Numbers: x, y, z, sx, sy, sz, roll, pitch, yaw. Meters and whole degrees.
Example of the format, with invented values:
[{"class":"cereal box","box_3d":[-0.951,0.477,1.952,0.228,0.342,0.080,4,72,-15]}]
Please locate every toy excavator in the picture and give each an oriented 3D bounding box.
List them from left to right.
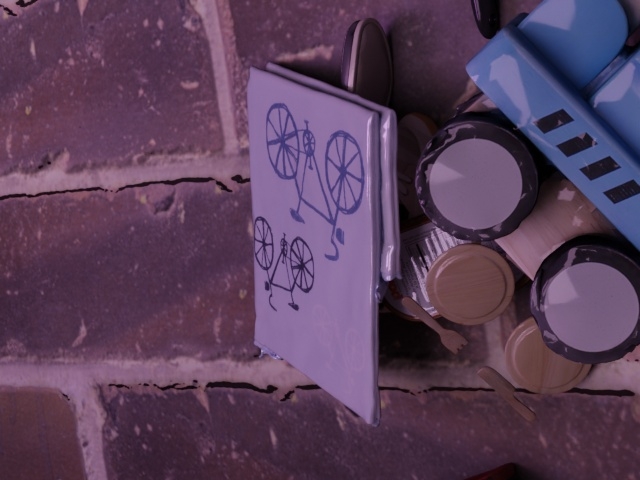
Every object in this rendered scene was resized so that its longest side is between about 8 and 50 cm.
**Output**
[{"class":"toy excavator","box_3d":[0.264,-0.187,1.437,0.445,0.222,0.433,-44,90,17]}]

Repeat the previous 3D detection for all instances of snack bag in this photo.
[{"class":"snack bag","box_3d":[0.000,0.000,1.756,0.323,0.037,0.342,-153,58,-61]}]

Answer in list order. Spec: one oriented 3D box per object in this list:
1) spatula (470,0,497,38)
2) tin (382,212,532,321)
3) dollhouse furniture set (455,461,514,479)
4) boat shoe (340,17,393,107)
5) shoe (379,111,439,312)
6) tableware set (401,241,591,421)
[{"class":"spatula","box_3d":[0.129,-0.340,1.618,0.030,0.084,0.296,-11,99,39]},{"class":"tin","box_3d":[0.137,0.016,1.678,0.190,0.040,0.106,-22,90,25]},{"class":"dollhouse furniture set","box_3d":[0.264,0.306,1.628,0.374,0.152,0.201,-21,85,25]},{"class":"boat shoe","box_3d":[0.031,-0.134,1.747,0.065,0.075,0.206,13,113,35]},{"class":"shoe","box_3d":[0.085,-0.025,1.735,0.077,0.058,0.219,20,113,37]},{"class":"tableware set","box_3d":[0.187,0.072,1.636,0.194,0.039,0.128,42,110,-12]}]
